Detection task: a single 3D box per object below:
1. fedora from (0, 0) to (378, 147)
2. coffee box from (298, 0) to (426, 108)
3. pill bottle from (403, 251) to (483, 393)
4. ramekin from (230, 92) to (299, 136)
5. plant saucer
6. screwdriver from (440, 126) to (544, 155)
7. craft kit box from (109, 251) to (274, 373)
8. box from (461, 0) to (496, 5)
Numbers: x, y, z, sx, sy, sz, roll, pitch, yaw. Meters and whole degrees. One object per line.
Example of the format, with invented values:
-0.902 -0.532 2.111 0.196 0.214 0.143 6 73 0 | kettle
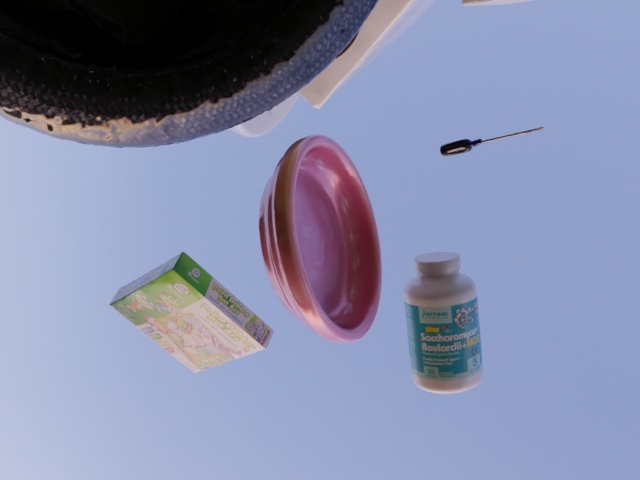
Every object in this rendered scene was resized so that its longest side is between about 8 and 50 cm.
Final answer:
-0.105 -0.222 0.378 0.334 0.334 0.152 -66 -157 3 | fedora
0.035 -0.409 0.664 0.337 0.338 0.334 44 -46 -5 | coffee box
0.245 0.160 1.308 0.146 0.146 0.264 -2 -78 28 | pill bottle
-0.137 -0.338 1.273 0.135 0.277 0.277 32 -84 19 | ramekin
0.000 0.000 1.049 0.084 0.332 0.332 -11 -104 25 | plant saucer
0.259 -0.158 0.999 0.170 0.024 0.025 -14 -86 40 | screwdriver
-0.263 0.156 1.317 0.247 0.250 0.061 -28 -152 38 | craft kit box
0.398 -0.685 1.429 0.121 0.148 0.311 22 -59 58 | box
